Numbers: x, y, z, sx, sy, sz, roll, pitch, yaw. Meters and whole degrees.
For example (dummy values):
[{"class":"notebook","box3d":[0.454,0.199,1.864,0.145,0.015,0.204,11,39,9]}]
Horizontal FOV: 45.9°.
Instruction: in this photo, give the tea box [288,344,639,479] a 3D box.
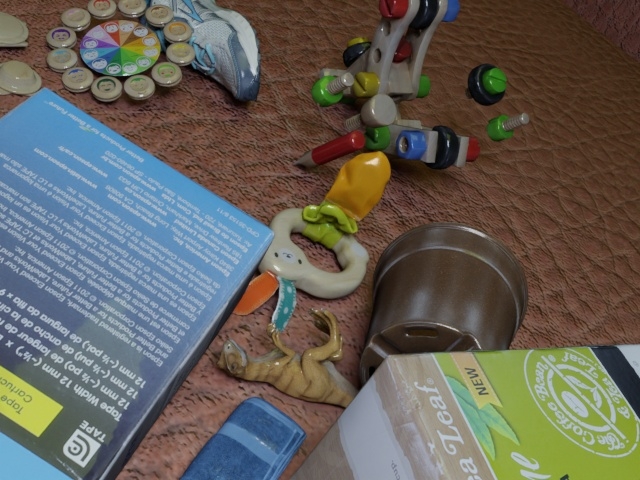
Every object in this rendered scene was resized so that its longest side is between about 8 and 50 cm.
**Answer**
[{"class":"tea box","box3d":[0.186,0.271,0.556,0.323,0.220,0.329,2,46,-32]}]

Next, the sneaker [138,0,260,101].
[{"class":"sneaker","box3d":[-0.181,-0.279,1.042,0.122,0.110,0.283,-21,57,-26]}]

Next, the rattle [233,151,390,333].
[{"class":"rattle","box3d":[0.000,0.000,0.806,0.200,0.143,0.130,-24,82,-54]}]

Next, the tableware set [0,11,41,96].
[{"class":"tableware set","box3d":[-0.398,-0.217,0.863,0.141,0.020,0.168,-2,50,-34]}]

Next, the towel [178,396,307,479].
[{"class":"towel","box3d":[-0.064,0.184,0.638,0.067,0.029,0.119,36,37,6]}]

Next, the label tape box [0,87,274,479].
[{"class":"label tape box","box3d":[-0.227,0.061,0.589,0.249,0.115,0.347,32,48,1]}]

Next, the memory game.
[{"class":"memory game","box3d":[-0.250,-0.245,0.946,0.186,0.012,0.186,3,57,-5]}]

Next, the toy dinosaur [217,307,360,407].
[{"class":"toy dinosaur","box3d":[-0.001,0.132,0.732,0.211,0.064,0.112,26,68,-15]}]

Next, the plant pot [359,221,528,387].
[{"class":"plant pot","box3d":[0.116,0.092,0.740,0.167,0.167,0.165,32,31,0]}]

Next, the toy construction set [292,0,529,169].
[{"class":"toy construction set","box3d":[0.074,-0.185,1.060,0.309,0.237,0.257,-34,100,-33]}]
